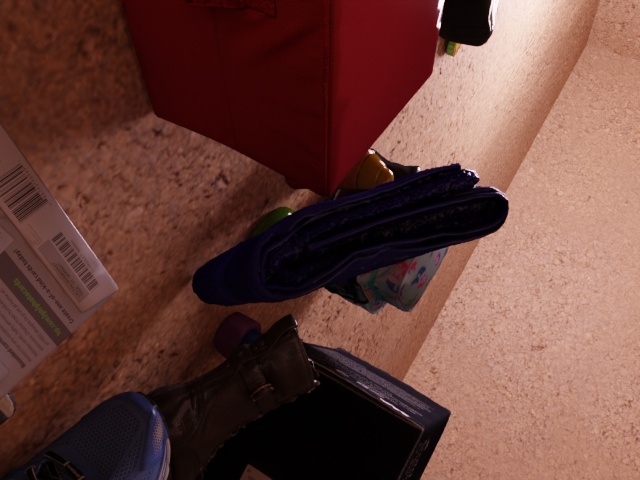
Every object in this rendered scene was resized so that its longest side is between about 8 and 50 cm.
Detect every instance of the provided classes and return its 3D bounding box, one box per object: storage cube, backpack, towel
[{"bbox_3d":[-0.023,-0.185,0.475,0.215,0.183,0.193,-52,158,-30],"label":"storage cube"},{"bbox_3d":[0.101,0.005,1.006,0.225,0.191,0.253,-59,164,-16],"label":"backpack"},{"bbox_3d":[0.000,0.000,0.603,0.227,0.076,0.308,-16,179,-21],"label":"towel"}]

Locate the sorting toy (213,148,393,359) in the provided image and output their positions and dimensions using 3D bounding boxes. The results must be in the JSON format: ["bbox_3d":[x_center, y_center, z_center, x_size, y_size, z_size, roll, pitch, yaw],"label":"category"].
[{"bbox_3d":[-0.013,0.013,0.812,0.366,0.126,0.127,-66,159,4],"label":"sorting toy"}]

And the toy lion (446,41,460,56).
[{"bbox_3d":[0.250,-0.382,1.115,0.100,0.034,0.096,-68,166,10],"label":"toy lion"}]

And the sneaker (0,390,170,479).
[{"bbox_3d":[-0.254,0.256,0.517,0.330,0.129,0.147,-49,157,-34],"label":"sneaker"}]

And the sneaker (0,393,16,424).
[{"bbox_3d":[-0.265,0.098,0.426,0.058,0.052,0.135,-48,145,-25],"label":"sneaker"}]

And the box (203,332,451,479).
[{"bbox_3d":[-0.025,0.441,1.059,0.480,0.297,0.472,-62,161,-3],"label":"box"}]

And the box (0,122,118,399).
[{"bbox_3d":[-0.230,0.036,0.363,0.186,0.038,0.145,-51,130,-34],"label":"box"}]

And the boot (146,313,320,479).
[{"bbox_3d":[-0.101,0.216,0.759,0.228,0.091,0.263,-24,143,-17],"label":"boot"}]

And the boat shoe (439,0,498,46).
[{"bbox_3d":[0.223,-0.418,0.903,0.324,0.122,0.120,68,46,-74],"label":"boat shoe"}]
